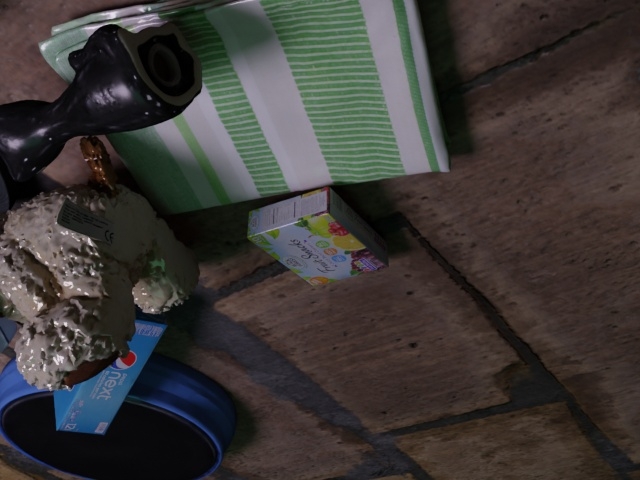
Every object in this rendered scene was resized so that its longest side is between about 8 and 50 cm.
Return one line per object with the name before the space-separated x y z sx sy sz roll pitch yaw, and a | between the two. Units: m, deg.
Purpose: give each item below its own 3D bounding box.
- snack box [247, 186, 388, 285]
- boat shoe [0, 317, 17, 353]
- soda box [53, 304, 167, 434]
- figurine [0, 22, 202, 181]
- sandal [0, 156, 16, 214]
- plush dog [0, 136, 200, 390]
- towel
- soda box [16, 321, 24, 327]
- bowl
snack box | 0.000 0.000 0.771 0.100 0.037 0.141 -15 148 26
boat shoe | -0.444 0.063 0.805 0.095 0.084 0.258 -2 136 23
soda box | -0.278 0.157 0.920 0.067 0.071 0.210 18 118 -34
figurine | -0.239 -0.161 0.561 0.210 0.092 0.214 -19 116 27
sandal | -0.468 -0.140 0.626 0.168 0.107 0.445 -12 138 22
plush dog | -0.283 0.019 0.721 0.226 0.262 0.210 -13 106 18
towel | -0.057 -0.126 0.653 0.325 0.038 0.247 -8 139 16
soda box | -0.357 0.097 0.935 0.060 0.053 0.169 -14 135 22
bowl | -0.336 0.302 1.156 0.392 0.077 0.391 3 140 2
